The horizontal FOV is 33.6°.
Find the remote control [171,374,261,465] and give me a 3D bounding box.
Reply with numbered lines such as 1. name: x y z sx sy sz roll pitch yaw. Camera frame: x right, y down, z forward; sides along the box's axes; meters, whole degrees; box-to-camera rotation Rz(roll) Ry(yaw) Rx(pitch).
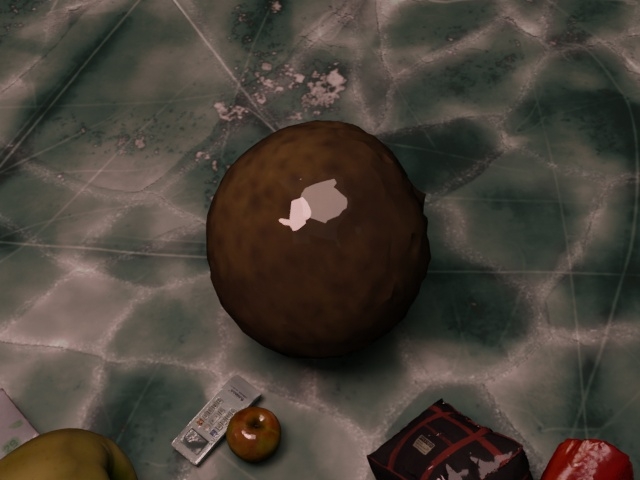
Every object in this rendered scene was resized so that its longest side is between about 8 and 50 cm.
1. remote control: -0.170 0.297 1.752 0.061 0.029 0.162 34 70 26

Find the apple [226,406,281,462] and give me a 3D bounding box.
1. apple: -0.107 0.312 1.708 0.089 0.074 0.090 -1 55 2

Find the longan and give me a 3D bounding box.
1. longan: 0.000 0.000 1.738 0.391 0.391 0.391 -2 56 3

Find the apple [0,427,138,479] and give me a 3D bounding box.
1. apple: -0.387 0.409 1.557 0.279 0.279 0.279 -2 56 3

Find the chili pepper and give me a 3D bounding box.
1. chili pepper: 0.352 0.455 1.532 0.131 0.134 0.338 8 52 27

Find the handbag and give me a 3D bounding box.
1. handbag: 0.200 0.346 1.600 0.169 0.155 0.215 -33 31 -21

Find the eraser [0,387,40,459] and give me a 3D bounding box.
1. eraser: -0.561 0.366 1.707 0.227 0.081 0.174 -39 61 -19
